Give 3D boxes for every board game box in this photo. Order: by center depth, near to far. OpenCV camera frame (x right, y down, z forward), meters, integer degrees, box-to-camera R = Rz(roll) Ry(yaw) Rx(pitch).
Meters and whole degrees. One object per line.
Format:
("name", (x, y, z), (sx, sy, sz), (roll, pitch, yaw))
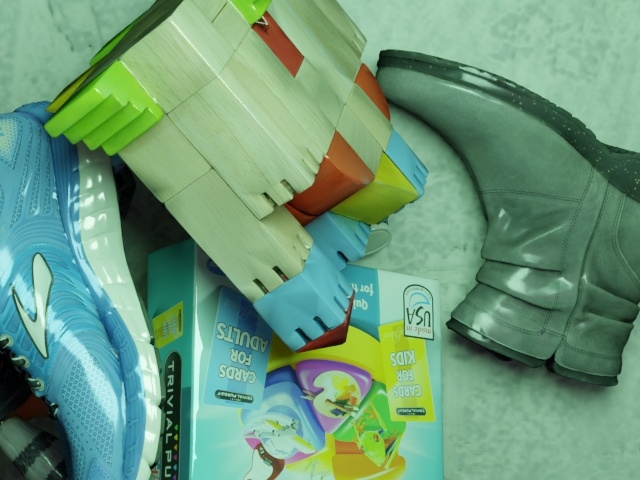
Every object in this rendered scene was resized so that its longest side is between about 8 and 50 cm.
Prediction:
("board game box", (-0.016, 0.184, 1.001), (0.253, 0.079, 0.336), (10, 73, -36))

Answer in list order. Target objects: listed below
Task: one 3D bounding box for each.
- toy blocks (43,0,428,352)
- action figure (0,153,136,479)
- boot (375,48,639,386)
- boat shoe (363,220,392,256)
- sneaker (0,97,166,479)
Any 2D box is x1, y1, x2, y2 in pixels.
("toy blocks", (-0.027, -0.090, 0.960), (0.190, 0.381, 0.261), (-33, 108, 25))
("action figure", (-0.245, 0.085, 1.009), (0.341, 0.178, 0.330), (-43, 110, -3))
("boot", (0.163, -0.012, 1.101), (0.338, 0.118, 0.223), (27, 94, -9))
("boat shoe", (0.000, 0.000, 1.109), (0.125, 0.038, 0.046), (-19, 140, -2))
("sneaker", (-0.211, 0.061, 0.921), (0.147, 0.130, 0.330), (-11, 77, -23))
